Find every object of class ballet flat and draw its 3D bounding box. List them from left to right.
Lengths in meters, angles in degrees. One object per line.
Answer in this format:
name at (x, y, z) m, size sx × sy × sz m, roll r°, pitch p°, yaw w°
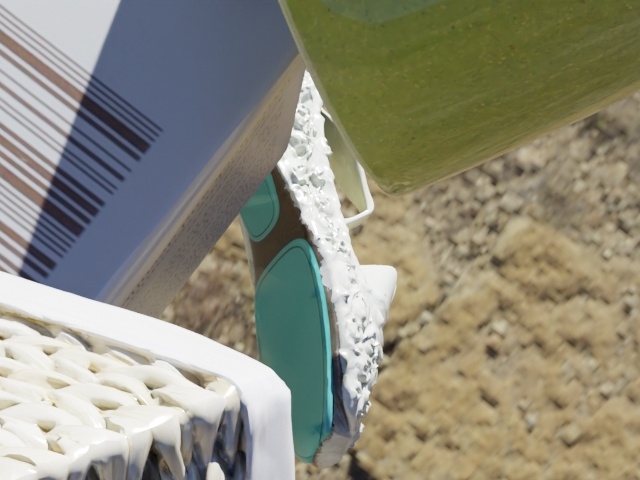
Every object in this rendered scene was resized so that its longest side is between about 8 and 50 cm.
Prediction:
ballet flat at (0.000, 0.000, 1.604) m, size 0.147 × 0.147 × 0.409 m, roll -9°, pitch 69°, yaw -18°

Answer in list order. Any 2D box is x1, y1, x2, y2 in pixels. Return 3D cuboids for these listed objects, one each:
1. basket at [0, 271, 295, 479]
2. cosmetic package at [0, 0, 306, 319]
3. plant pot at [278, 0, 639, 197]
basket at (-0.099, 0.077, 0.444) m, size 0.167 × 0.113 × 0.103 m, roll 14°, pitch 21°, yaw 41°
cosmetic package at (-0.229, -0.052, 0.966) m, size 0.327 × 0.394 × 0.329 m, roll 37°, pitch 82°, yaw 1°
plant pot at (0.134, -0.189, 0.722) m, size 0.293 × 0.275 × 0.275 m, roll -16°, pitch 64°, yaw 14°
